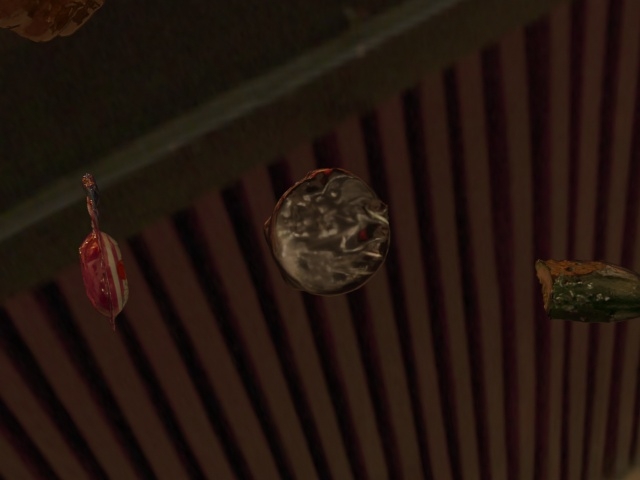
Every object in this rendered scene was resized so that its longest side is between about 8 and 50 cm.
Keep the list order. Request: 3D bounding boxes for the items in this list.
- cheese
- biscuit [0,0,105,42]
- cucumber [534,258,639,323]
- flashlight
[{"bbox_3d":[-0.202,0.011,1.616,0.038,0.145,0.095,-11,22,-12],"label":"cheese"},{"bbox_3d":[-0.311,-0.264,1.246,0.359,0.381,0.074,37,95,10],"label":"biscuit"},{"bbox_3d":[0.252,0.040,1.586,0.107,0.035,0.067,2,47,-8],"label":"cucumber"},{"bbox_3d":[0.000,0.000,1.536,0.103,0.424,0.103,0,88,-2],"label":"flashlight"}]
